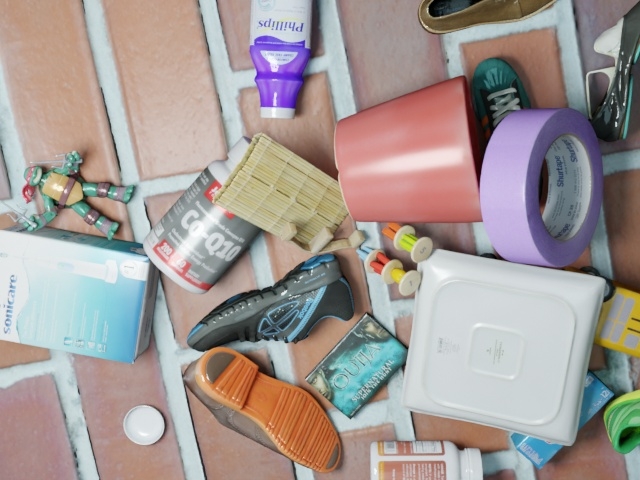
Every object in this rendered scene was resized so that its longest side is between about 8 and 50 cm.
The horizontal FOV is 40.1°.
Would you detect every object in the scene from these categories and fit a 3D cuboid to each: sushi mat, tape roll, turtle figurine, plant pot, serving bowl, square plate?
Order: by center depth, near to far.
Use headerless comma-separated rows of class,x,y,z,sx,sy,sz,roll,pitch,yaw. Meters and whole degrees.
tape roll,0.391,-0.093,1.530,0.090,0.275,0.274,5,100,43
plant pot,0.166,-0.146,1.598,0.243,0.275,0.274,-10,97,14
sushi mat,-0.056,-0.077,1.615,0.019,0.317,0.151,40,97,38
square plate,0.333,0.207,1.656,0.344,0.049,0.347,10,108,15
turtle figurine,-0.492,-0.096,1.695,0.234,0.118,0.175,22,105,-13
serving bowl,-0.359,0.374,1.795,0.083,0.027,0.083,0,98,3

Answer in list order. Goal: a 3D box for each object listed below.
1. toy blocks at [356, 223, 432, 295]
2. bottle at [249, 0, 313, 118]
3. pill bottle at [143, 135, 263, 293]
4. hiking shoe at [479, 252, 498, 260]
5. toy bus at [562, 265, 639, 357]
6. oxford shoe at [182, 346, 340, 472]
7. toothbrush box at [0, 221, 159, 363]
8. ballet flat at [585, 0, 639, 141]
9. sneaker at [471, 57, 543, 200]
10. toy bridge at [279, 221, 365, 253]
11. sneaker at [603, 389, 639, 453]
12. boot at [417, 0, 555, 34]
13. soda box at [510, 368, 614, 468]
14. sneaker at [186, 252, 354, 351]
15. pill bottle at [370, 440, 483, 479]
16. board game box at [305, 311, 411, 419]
toy blocks,0.134,0.019,1.676,0.148,0.054,0.123,34,112,43
bottle,-0.076,-0.371,1.650,0.118,0.092,0.282,4,98,1
pill bottle,-0.188,-0.050,1.663,0.161,0.161,0.283,41,98,-3
hiking shoe,0.394,0.103,1.682,0.114,0.086,0.227,-30,106,34
toy bus,0.618,0.155,1.684,0.333,0.108,0.130,18,100,0
oxford shoe,-0.114,0.344,1.752,0.364,0.133,0.130,42,53,-14
toothbrush box,-0.478,0.100,1.714,0.296,0.126,0.216,9,99,1
ballet flat,0.551,-0.325,1.632,0.096,0.095,0.280,13,98,13
sneaker,0.361,-0.197,1.639,0.108,0.121,0.302,-16,97,4
toy bridge,0.000,0.000,1.681,0.063,0.188,0.026,-46,52,38
sneaker,0.660,0.319,1.639,0.109,0.123,0.295,29,134,-15
boot,0.333,-0.455,1.612,0.305,0.115,0.112,-19,95,4
soda box,0.475,0.347,1.732,0.067,0.071,0.210,42,97,-2
sneaker,-0.097,0.155,1.707,0.341,0.125,0.139,-25,101,8
pill bottle,0.207,0.458,1.734,0.216,0.121,0.121,-1,98,3
board game box,0.076,0.252,1.760,0.126,0.026,0.186,41,97,-4
